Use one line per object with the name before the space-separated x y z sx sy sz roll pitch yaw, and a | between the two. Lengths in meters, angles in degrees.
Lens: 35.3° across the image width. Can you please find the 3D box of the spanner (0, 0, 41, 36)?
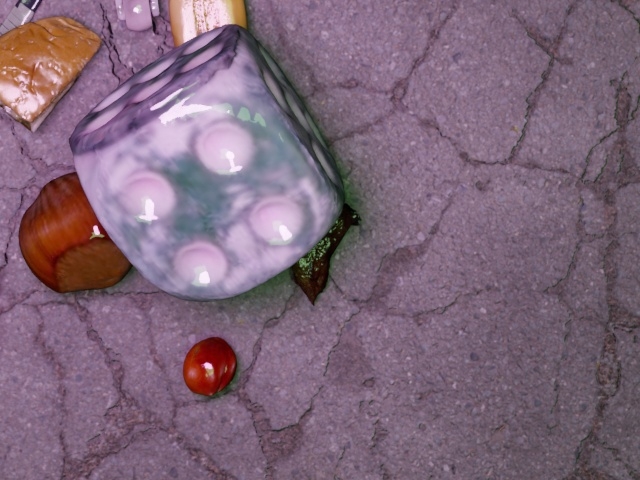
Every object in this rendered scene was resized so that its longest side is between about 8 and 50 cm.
spanner | -0.519 -0.400 1.744 0.087 0.024 0.315 34 93 -9

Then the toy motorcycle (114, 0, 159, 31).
toy motorcycle | -0.325 -0.486 1.713 0.113 0.112 0.254 -9 97 -6

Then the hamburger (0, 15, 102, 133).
hamburger | -0.473 -0.301 1.697 0.208 0.135 0.155 -43 112 -3

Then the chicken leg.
chicken leg | 0.000 0.000 1.846 0.105 0.063 0.233 26 95 -6

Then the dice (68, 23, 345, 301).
dice | -0.179 -0.130 1.627 0.328 0.330 0.348 -31 118 9

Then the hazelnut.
hazelnut | -0.407 -0.010 1.740 0.186 0.210 0.210 39 91 -34

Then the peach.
peach | -0.202 0.227 1.834 0.101 0.101 0.100 -1 98 -8

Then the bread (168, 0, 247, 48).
bread | -0.192 -0.364 1.758 0.134 0.085 0.173 -5 100 -2
